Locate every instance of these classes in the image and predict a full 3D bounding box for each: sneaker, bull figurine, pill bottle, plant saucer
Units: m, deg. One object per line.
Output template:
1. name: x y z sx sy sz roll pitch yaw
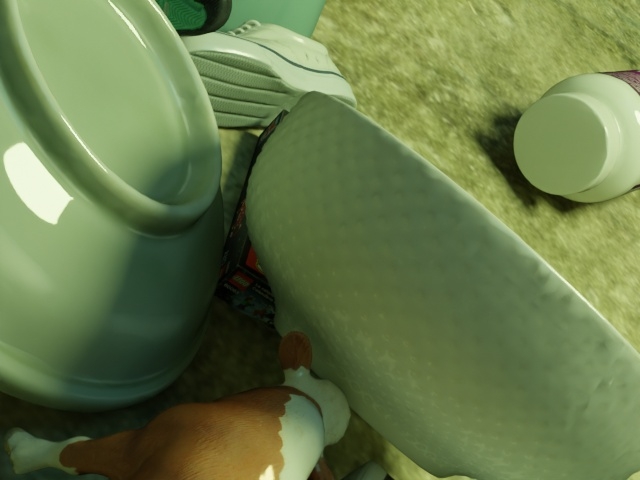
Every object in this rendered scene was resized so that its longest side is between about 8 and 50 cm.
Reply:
1. sneaker: -0.159 -0.237 0.879 0.224 0.083 0.098 23 21 19
2. bull figurine: -0.084 0.160 0.524 0.310 0.188 0.101 -79 155 -64
3. sneaker: -0.069 -0.164 0.965 0.258 0.094 0.091 7 49 -56
4. pill bottle: 0.377 -0.140 1.337 0.301 0.169 0.169 -15 67 -53
5. plant saucer: -0.164 -0.090 0.664 0.400 0.101 0.400 50 26 -36

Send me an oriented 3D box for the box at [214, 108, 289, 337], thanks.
1. box: 0.000 0.000 0.907 0.159 0.044 0.233 34 37 -18

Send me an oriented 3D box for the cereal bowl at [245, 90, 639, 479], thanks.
1. cereal bowl: 0.072 0.059 0.699 0.339 0.141 0.339 42 -1 1

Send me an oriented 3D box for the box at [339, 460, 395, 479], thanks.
1. box: 0.027 0.269 0.606 0.182 0.119 0.181 45 35 -3

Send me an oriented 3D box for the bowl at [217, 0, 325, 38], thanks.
1. bowl: -0.091 -0.345 1.050 0.312 0.163 0.311 28 40 -26
